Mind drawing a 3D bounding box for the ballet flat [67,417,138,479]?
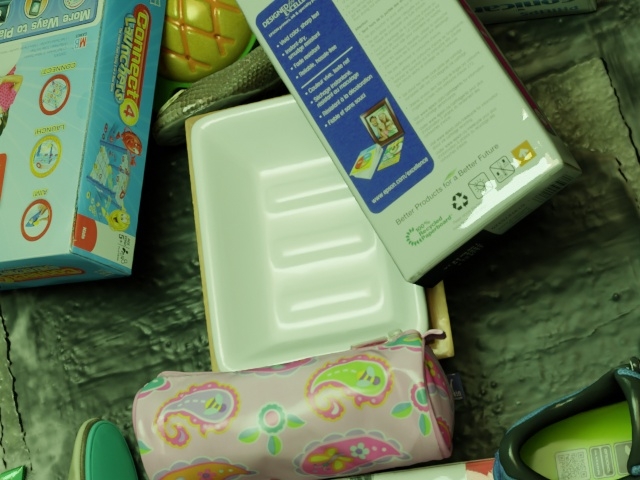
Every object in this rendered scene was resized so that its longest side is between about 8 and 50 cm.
[{"bbox_3d":[-0.207,0.295,1.652,0.086,0.086,0.248,-20,70,9],"label":"ballet flat"}]

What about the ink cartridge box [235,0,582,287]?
[{"bbox_3d":[0.064,-0.156,1.570,0.176,0.069,0.371,-38,70,18],"label":"ink cartridge box"}]

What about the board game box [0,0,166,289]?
[{"bbox_3d":[-0.310,-0.106,1.744,0.308,0.086,0.302,-6,71,37],"label":"board game box"}]

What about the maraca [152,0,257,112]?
[{"bbox_3d":[-0.144,-0.213,1.779,0.185,0.099,0.127,-36,89,16],"label":"maraca"}]

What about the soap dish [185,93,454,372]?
[{"bbox_3d":[0.000,0.000,1.659,0.229,0.118,0.291,-12,70,12],"label":"soap dish"}]

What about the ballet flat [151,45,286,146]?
[{"bbox_3d":[-0.064,-0.173,1.751,0.250,0.084,0.058,-31,76,0],"label":"ballet flat"}]

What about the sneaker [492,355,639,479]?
[{"bbox_3d":[0.296,0.159,1.389,0.330,0.147,0.130,-16,70,10],"label":"sneaker"}]

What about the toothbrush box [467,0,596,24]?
[{"bbox_3d":[0.156,-0.370,1.728,0.216,0.126,0.295,-4,73,15],"label":"toothbrush box"}]

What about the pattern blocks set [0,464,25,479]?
[{"bbox_3d":[-0.457,0.204,1.714,0.325,0.026,0.285,26,84,-1],"label":"pattern blocks set"}]

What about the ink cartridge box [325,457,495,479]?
[{"bbox_3d":[0.074,0.310,1.541,0.273,0.114,0.197,-9,71,13],"label":"ink cartridge box"}]

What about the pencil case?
[{"bbox_3d":[-0.019,0.155,1.533,0.284,0.124,0.124,-11,70,11],"label":"pencil case"}]
